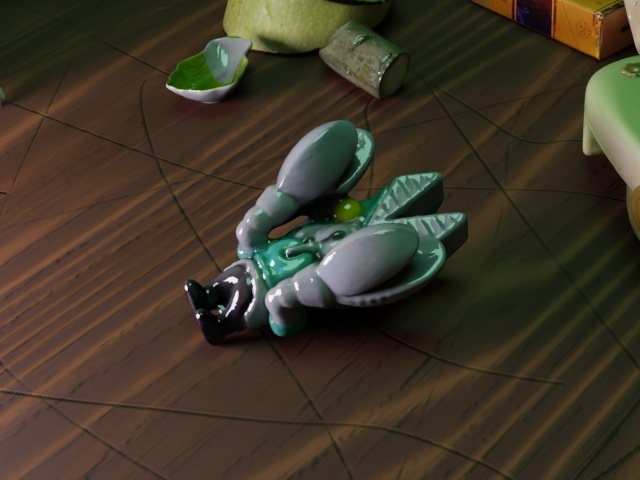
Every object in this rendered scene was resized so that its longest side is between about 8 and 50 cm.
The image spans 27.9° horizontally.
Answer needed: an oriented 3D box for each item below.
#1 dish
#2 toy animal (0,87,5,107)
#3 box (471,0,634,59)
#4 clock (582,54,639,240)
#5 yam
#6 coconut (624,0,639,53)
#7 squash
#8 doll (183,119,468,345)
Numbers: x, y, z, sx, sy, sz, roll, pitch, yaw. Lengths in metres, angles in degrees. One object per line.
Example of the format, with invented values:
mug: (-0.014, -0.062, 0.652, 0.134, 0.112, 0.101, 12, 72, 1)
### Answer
dish: (-0.123, -0.197, 1.540, 0.091, 0.039, 0.137, 4, 37, 20)
toy animal: (-0.538, -0.245, 1.529, 0.213, 0.195, 0.256, -36, 49, -24)
box: (0.319, -0.319, 1.630, 0.152, 0.070, 0.237, -27, 40, -27)
clock: (0.419, -0.062, 1.233, 0.286, 0.117, 0.348, -5, 38, -1)
yam: (0.050, -0.218, 1.523, 0.069, 0.070, 0.146, -25, 42, -24)
coconut: (0.455, -0.271, 1.453, 0.236, 0.237, 0.197, -6, -5, -1)
squash: (-0.008, -0.316, 1.656, 0.220, 0.133, 0.220, 10, 33, -6)
doll: (0.014, 0.012, 1.164, 0.195, 0.153, 0.258, 34, 68, 24)
